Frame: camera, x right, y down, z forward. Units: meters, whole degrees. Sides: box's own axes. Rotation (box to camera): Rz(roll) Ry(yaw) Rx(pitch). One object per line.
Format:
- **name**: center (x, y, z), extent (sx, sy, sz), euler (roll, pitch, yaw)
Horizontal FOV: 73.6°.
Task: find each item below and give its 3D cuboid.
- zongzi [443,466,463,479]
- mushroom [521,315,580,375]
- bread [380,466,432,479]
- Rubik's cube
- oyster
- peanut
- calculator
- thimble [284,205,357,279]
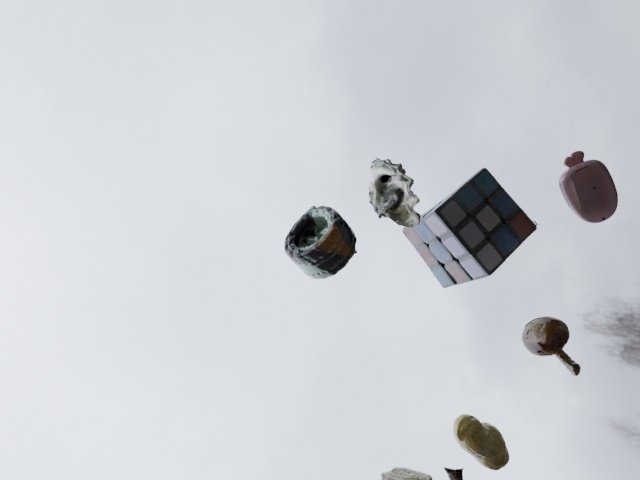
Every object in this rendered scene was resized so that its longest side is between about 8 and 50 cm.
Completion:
- **zongzi**: center (0.504, 0.864, 1.570), extent (0.073, 0.067, 0.083), euler (-7, -130, -22)
- **mushroom**: center (0.463, 0.205, 0.846), extent (0.088, 0.130, 0.073), euler (-37, -37, -2)
- **bread**: center (0.182, 0.569, 0.871), extent (0.103, 0.132, 0.172), euler (6, -108, -31)
- **Rubik's cube**: center (0.632, -0.044, 1.867), extent (0.363, 0.359, 0.362), euler (-34, -94, -22)
- **oyster**: center (0.277, -0.200, 1.665), extent (0.114, 0.351, 0.238), euler (-4, -67, -18)
- **peanut**: center (0.616, 0.765, 1.643), extent (0.319, 0.147, 0.148), euler (44, -116, -24)
- **calculator**: center (0.590, -0.118, 0.943), extent (0.166, 0.103, 0.024), euler (64, -168, -1)
- **thimble**: center (0.000, 0.000, 1.424), extent (0.150, 0.237, 0.237), euler (48, -118, -35)
